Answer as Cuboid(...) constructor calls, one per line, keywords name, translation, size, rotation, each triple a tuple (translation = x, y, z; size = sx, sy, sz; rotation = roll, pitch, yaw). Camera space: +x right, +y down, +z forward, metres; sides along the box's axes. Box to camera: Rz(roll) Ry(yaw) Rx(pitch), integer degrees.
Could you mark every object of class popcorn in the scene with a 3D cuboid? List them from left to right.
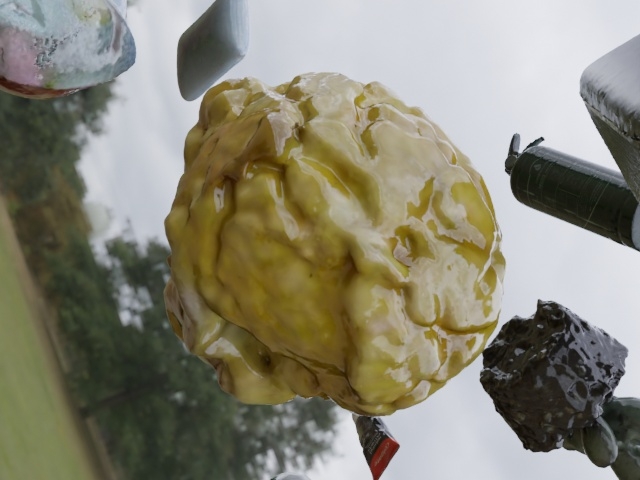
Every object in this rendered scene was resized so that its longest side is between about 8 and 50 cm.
Cuboid(name="popcorn", translation=(0.016, -0.003, 1.368), size=(0.390, 0.354, 0.344), rotation=(3, -75, 34))

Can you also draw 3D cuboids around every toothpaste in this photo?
Cuboid(name="toothpaste", translation=(0.087, 0.307, 2.066), size=(0.045, 0.071, 0.193), rotation=(29, 11, -15))

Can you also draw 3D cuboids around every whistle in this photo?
Cuboid(name="whistle", translation=(-0.263, -0.158, 1.005), size=(0.133, 0.346, 0.142), rotation=(-7, -73, 46))

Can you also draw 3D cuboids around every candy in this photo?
Cuboid(name="candy", translation=(-0.173, -0.317, 2.153), size=(0.174, 0.071, 0.138), rotation=(-33, -129, 45))

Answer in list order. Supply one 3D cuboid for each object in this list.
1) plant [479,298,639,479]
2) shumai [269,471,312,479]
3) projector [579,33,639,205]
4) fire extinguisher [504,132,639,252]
Cuboid(name="plant", translation=(0.308, 0.198, 1.532), size=(0.274, 0.146, 0.149), rotation=(40, -40, -25))
Cuboid(name="shumai", translation=(-0.033, 0.493, 1.816), size=(0.395, 0.395, 0.348), rotation=(142, -52, -78))
Cuboid(name="projector", translation=(0.497, -0.143, 1.331), size=(0.242, 0.395, 0.405), rotation=(57, 8, -12))
Cuboid(name="fire extinguisher", translation=(0.366, -0.078, 1.909), size=(0.095, 0.114, 0.311), rotation=(34, -6, -40))
